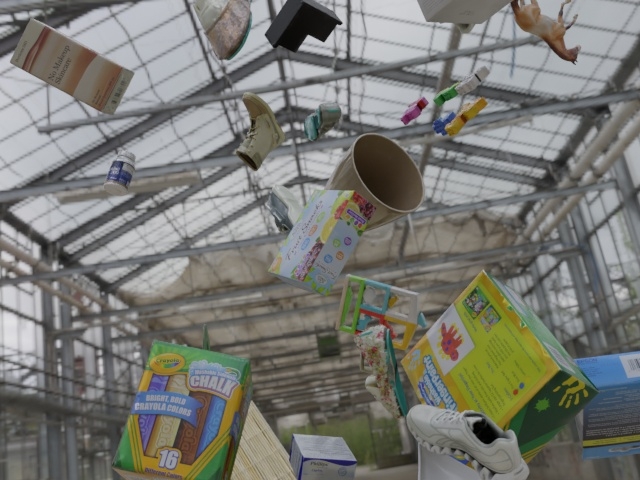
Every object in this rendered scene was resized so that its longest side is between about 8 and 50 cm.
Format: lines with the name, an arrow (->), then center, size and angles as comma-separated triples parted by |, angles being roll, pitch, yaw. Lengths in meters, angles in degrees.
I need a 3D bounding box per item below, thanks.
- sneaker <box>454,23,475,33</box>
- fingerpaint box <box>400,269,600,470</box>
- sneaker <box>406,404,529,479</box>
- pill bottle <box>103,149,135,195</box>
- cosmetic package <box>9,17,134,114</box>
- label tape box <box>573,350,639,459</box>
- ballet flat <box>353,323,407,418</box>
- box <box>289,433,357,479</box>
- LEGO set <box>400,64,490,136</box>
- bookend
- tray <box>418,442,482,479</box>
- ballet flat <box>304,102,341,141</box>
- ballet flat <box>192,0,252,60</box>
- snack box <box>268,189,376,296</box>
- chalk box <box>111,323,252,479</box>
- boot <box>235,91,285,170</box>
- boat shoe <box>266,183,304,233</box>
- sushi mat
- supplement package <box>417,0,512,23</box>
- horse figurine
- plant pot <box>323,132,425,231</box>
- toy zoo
sneaker -> 0.312, -0.654, 1.812 | 0.305, 0.152, 0.114 | 30, -21, -29
fingerpaint box -> 0.443, 0.355, 1.850 | 0.163, 0.444, 0.371 | 31, -73, -26
sneaker -> 0.293, 0.390, 1.451 | 0.110, 0.118, 0.292 | -32, 30, -31
pill bottle -> -0.559, -0.190, 1.987 | 0.067, 0.120, 0.067 | 9, -24, 4
cosmetic package -> -0.717, -0.501, 2.060 | 0.296, 0.153, 0.129 | 27, 5, -2
label tape box -> 0.853, 0.470, 2.007 | 0.249, 0.115, 0.347 | -10, -50, 9
ballet flat -> 0.124, 0.271, 1.462 | 0.077, 0.091, 0.240 | -8, -61, 14
box -> 0.003, 0.504, 1.620 | 0.126, 0.072, 0.137 | 8, 5, -13
LEGO set -> 0.256, -0.256, 1.436 | 0.093, 0.087, 0.227 | -50, 16, -29
bookend -> -0.048, -0.606, 2.025 | 0.157, 0.072, 0.156 | 13, -54, -43
tray -> 0.312, 0.548, 1.518 | 0.270, 0.145, 0.030 | 31, -58, -12
ballet flat -> 0.009, -0.297, 1.789 | 0.068, 0.072, 0.213 | -11, -1, -12
ballet flat -> -0.190, -0.455, 1.368 | 0.106, 0.315, 0.108 | 34, -57, -25
snack box -> 0.000, 0.000, 1.433 | 0.070, 0.207, 0.174 | 35, -11, -25
chalk box -> -0.223, 0.297, 1.259 | 0.179, 0.288, 0.180 | 12, -30, 4
boot -> -0.213, -0.342, 2.230 | 0.077, 0.165, 0.213 | 14, -32, 43
boat shoe -> -0.103, -0.070, 2.450 | 0.116, 0.319, 0.099 | 15, -62, -38
sushi mat -> -0.156, 0.546, 1.735 | 0.152, 0.316, 0.019 | -29, -37, -18
supplement package -> 0.242, -0.557, 1.249 | 0.178, 0.292, 0.175 | -15, -11, -42
horse figurine -> 0.595, -0.597, 1.892 | 0.263, 0.174, 0.066 | 31, -19, -13
plant pot -> 0.113, -0.128, 2.041 | 0.257, 0.256, 0.274 | 4, -29, -38
toy zoo -> 0.203, 0.237, 2.299 | 0.294, 0.192, 0.030 | 15, 12, 21
